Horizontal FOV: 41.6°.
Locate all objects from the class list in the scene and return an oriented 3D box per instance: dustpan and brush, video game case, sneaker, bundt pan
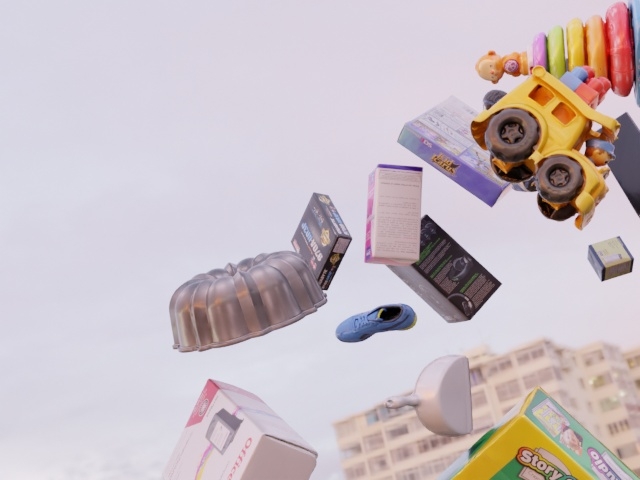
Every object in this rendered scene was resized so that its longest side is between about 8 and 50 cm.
[{"bbox_3d":[0.189,0.277,1.477,0.060,0.147,0.211,-8,-8,37],"label":"dustpan and brush"},{"bbox_3d":[0.349,-0.212,1.954,0.244,0.269,0.061,-34,-24,-48],"label":"video game case"},{"bbox_3d":[0.118,0.186,1.968,0.209,0.069,0.082,-16,-30,25],"label":"sneaker"},{"bbox_3d":[0.356,-0.185,1.609,0.080,0.211,0.081,-20,-2,-15],"label":"sneaker"},{"bbox_3d":[-0.158,0.110,1.704,0.331,0.124,0.331,-18,6,2],"label":"bundt pan"}]

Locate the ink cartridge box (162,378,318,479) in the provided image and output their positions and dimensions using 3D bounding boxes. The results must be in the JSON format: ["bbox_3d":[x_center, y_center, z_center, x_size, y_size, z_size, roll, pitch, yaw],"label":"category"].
[{"bbox_3d":[-0.160,0.419,1.574,0.131,0.226,0.306,28,-4,-26],"label":"ink cartridge box"}]

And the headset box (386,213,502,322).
[{"bbox_3d":[0.301,0.073,2.213,0.131,0.283,0.246,-47,-1,-9],"label":"headset box"}]

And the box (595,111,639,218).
[{"bbox_3d":[0.718,-0.127,1.855,0.103,0.261,0.184,-35,-45,22],"label":"box"}]

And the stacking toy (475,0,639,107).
[{"bbox_3d":[0.423,-0.321,1.481,0.302,0.166,0.175,-3,-50,17],"label":"stacking toy"}]

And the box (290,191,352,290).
[{"bbox_3d":[0.000,0.000,2.264,0.051,0.220,0.175,10,-59,-27],"label":"box"}]

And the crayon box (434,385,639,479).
[{"bbox_3d":[0.366,0.461,1.312,0.313,0.363,0.106,-53,-11,31],"label":"crayon box"}]

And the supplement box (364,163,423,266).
[{"bbox_3d":[0.170,-0.057,1.963,0.114,0.220,0.111,4,-11,-8],"label":"supplement box"}]

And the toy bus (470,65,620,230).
[{"bbox_3d":[0.367,-0.155,1.252,0.211,0.220,0.149,-44,-20,1],"label":"toy bus"}]

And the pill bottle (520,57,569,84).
[{"bbox_3d":[0.441,-0.268,1.693,0.123,0.123,0.219,-1,-20,-23],"label":"pill bottle"}]

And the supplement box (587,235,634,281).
[{"bbox_3d":[0.723,0.045,2.102,0.083,0.083,0.056,-17,-41,-1],"label":"supplement box"}]
